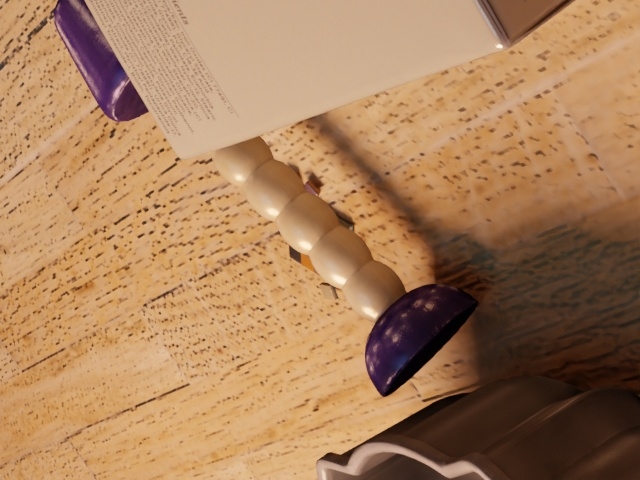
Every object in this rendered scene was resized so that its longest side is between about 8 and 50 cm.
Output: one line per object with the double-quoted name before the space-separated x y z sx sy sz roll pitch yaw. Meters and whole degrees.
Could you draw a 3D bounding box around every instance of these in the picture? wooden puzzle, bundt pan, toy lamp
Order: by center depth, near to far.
"bundt pan" 0.147 0.205 0.938 0.331 0.124 0.331 35 144 30
"toy lamp" -0.035 -0.041 0.989 0.275 0.080 0.080 45 149 10
"wooden puzzle" 0.000 0.000 1.047 0.049 0.006 0.083 31 143 33

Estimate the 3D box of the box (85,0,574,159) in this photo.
"box" 0.005 -0.123 0.831 0.275 0.094 0.113 -11 112 57
